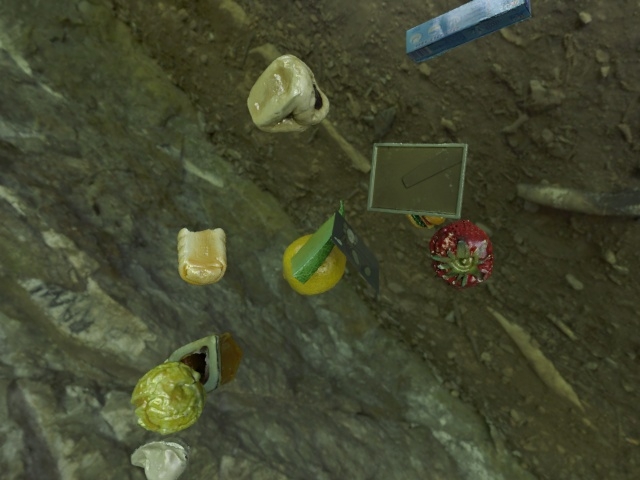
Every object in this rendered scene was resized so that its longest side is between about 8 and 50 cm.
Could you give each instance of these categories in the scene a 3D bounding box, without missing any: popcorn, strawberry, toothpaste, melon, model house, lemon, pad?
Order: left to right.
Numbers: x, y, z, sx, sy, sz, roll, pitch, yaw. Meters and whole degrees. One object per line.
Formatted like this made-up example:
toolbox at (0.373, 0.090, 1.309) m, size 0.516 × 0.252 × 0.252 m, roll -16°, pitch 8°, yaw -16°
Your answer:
popcorn at (-0.406, 0.428, 1.230) m, size 0.198 × 0.198 × 0.212 m, roll 45°, pitch 160°, yaw 4°
model house at (-0.389, 0.417, 1.520) m, size 0.239 × 0.267 × 0.174 m, roll 8°, pitch -119°, yaw -79°
lemon at (-0.015, 0.068, 1.326) m, size 0.178 × 0.202 × 0.179 m, roll 156°, pitch 90°, yaw -87°
melon at (0.000, -0.001, 1.213) m, size 0.053 × 0.262 × 0.114 m, roll 44°, pitch 162°, yaw -28°
pad at (0.086, 0.026, 1.059) m, size 0.190 × 0.004 × 0.127 m, roll 49°, pitch -152°, yaw -25°
strawberry at (0.389, 0.028, 1.267) m, size 0.186 × 0.202 × 0.184 m, roll 27°, pitch 127°, yaw 4°
toothpaste at (0.320, -0.480, 1.014) m, size 0.272 × 0.066 × 0.053 m, roll -8°, pitch 164°, yaw 41°

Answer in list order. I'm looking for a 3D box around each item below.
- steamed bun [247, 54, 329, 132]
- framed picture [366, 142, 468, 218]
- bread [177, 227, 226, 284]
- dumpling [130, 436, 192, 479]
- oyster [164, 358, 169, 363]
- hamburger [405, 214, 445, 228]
steamed bun at (-0.057, -0.315, 1.040) m, size 0.155 × 0.172 × 0.141 m, roll 15°, pitch -124°, yaw -47°
framed picture at (0.238, -0.155, 1.151) m, size 0.249 × 0.184 × 0.016 m, roll 7°, pitch -175°, yaw 31°
bread at (-0.293, 0.035, 1.121) m, size 0.177 × 0.119 × 0.084 m, roll -103°, pitch 27°, yaw -42°
dumpling at (-0.493, 0.673, 1.393) m, size 0.172 × 0.142 × 0.247 m, roll 22°, pitch 130°, yaw -16°
oyster at (-0.545, 0.539, 1.696) m, size 0.072 × 0.133 × 0.209 m, roll 32°, pitch -175°, yaw -46°
hamburger at (0.355, -0.118, 1.531) m, size 0.115 × 0.162 × 0.162 m, roll -12°, pitch 123°, yaw 51°
